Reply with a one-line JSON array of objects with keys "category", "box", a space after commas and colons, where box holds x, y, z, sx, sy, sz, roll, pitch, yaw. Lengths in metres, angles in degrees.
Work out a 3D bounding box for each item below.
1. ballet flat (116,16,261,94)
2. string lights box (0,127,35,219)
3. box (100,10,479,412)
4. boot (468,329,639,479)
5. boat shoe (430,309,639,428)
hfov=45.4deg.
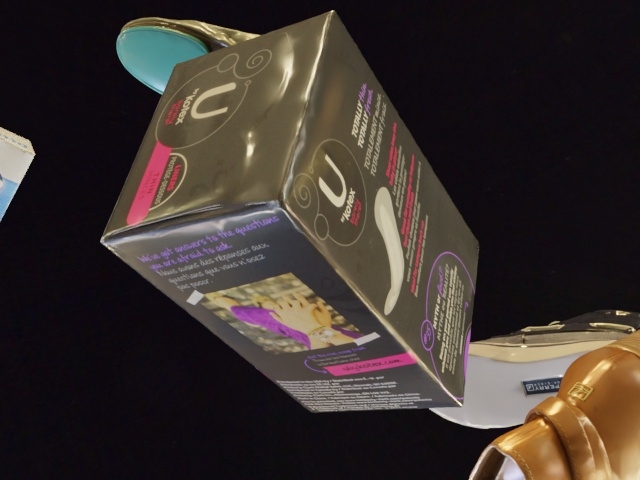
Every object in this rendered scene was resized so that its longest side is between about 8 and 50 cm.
[{"category": "ballet flat", "box": [-0.071, -0.145, 0.644, 0.213, 0.068, 0.072, 19, -54, 22]}, {"category": "string lights box", "box": [-0.465, -0.027, 0.916, 0.133, 0.077, 0.260, 27, -84, -31]}, {"category": "box", "box": [0.000, 0.000, 0.566, 0.143, 0.270, 0.165, -9, -129, 30]}, {"category": "boot", "box": [0.139, 0.149, 0.412, 0.152, 0.073, 0.197, -22, -65, -34]}, {"category": "boat shoe", "box": [0.310, 0.179, 1.100, 0.340, 0.158, 0.127, -8, -78, 36]}]
